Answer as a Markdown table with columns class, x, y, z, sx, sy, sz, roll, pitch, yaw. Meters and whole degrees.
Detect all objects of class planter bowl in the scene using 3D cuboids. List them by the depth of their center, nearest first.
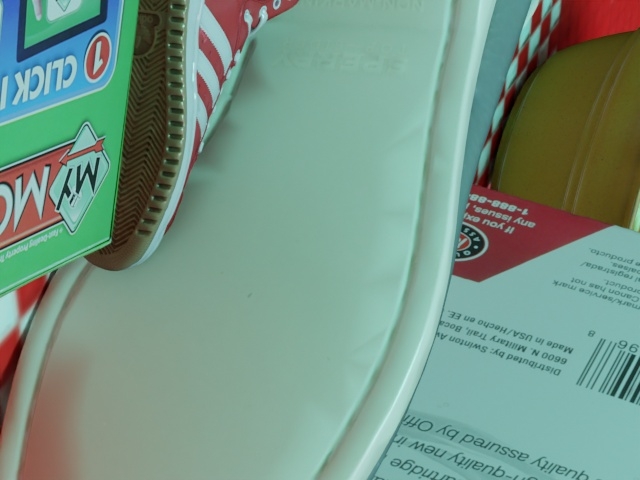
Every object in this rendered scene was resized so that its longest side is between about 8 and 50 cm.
| class | x | y | z | sx | sy | sz | roll | pitch | yaw |
| --- | --- | --- | --- | --- | --- | --- | --- | --- | --- |
| planter bowl | 0.144 | -0.034 | 0.970 | 0.217 | 0.090 | 0.217 | -51 | 150 | -45 |

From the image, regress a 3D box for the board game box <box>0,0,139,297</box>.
| class | x | y | z | sx | sy | sz | roll | pitch | yaw |
| --- | --- | --- | --- | --- | --- | --- | --- | --- | --- |
| board game box | -0.120 | -0.062 | 0.316 | 0.317 | 0.046 | 0.214 | -32 | 136 | -62 |

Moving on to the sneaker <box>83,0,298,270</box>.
| class | x | y | z | sx | sy | sz | roll | pitch | yaw |
| --- | --- | --- | --- | --- | --- | --- | --- | --- | --- |
| sneaker | -0.039 | -0.051 | 0.543 | 0.067 | 0.042 | 0.118 | -13 | 116 | -64 |

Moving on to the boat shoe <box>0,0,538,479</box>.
| class | x | y | z | sx | sy | sz | roll | pitch | yaw |
| --- | --- | --- | --- | --- | --- | --- | --- | --- | --- |
| boat shoe | 0.000 | 0.000 | 0.585 | 0.099 | 0.116 | 0.319 | 62 | 43 | -58 |

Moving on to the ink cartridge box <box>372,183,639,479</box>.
| class | x | y | z | sx | sy | sz | roll | pitch | yaw |
| --- | --- | --- | --- | --- | --- | --- | --- | --- | --- |
| ink cartridge box | 0.056 | 0.111 | 0.697 | 0.273 | 0.197 | 0.114 | -52 | 151 | -44 |
